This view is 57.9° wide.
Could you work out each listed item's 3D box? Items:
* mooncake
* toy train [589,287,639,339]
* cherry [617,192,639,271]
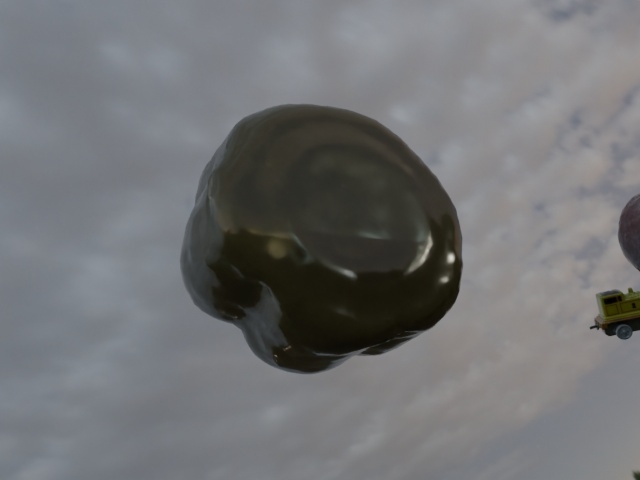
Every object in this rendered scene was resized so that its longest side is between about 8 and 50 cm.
[{"bbox_3d":[0.000,0.000,0.993,0.466,0.468,0.262,-5,-27,-31],"label":"mooncake"},{"bbox_3d":[0.817,0.185,1.521,0.219,0.127,0.089,-15,0,15],"label":"toy train"},{"bbox_3d":[0.746,0.000,1.182,0.230,0.300,0.203,22,-79,-44],"label":"cherry"}]
